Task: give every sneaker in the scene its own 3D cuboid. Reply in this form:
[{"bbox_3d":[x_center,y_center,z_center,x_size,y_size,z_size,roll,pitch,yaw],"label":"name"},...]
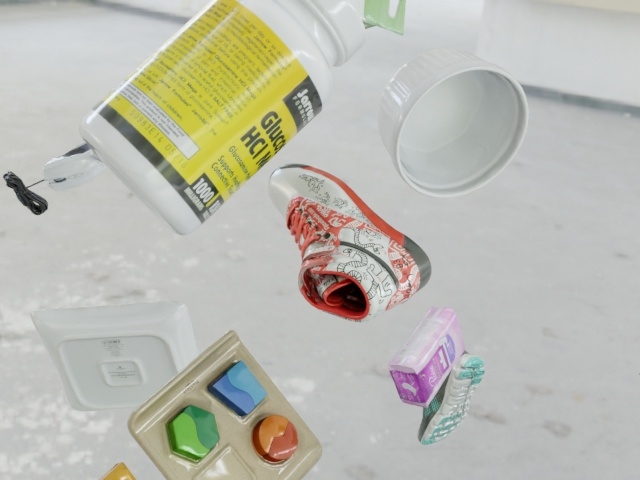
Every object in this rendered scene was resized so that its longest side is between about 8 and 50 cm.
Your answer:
[{"bbox_3d":[0.167,0.207,1.247,0.065,0.166,0.076,-2,35,-38],"label":"sneaker"},{"bbox_3d":[0.001,-0.001,1.169,0.270,0.090,0.145,37,42,22],"label":"sneaker"}]

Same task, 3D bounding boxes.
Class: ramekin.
[{"bbox_3d":[0.179,-0.174,1.294,0.207,0.207,0.109,-4,34,-23],"label":"ramekin"}]

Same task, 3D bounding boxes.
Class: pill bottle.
[{"bbox_3d":[-0.109,-0.180,1.095,0.334,0.188,0.188,-45,37,-8],"label":"pill bottle"}]

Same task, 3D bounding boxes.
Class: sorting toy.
[{"bbox_3d":[-0.142,0.284,1.169,0.041,0.229,0.307,-28,9,48],"label":"sorting toy"}]

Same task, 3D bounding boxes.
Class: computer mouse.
[{"bbox_3d":[-0.454,-0.119,1.613,0.193,0.106,0.042,-29,45,-8],"label":"computer mouse"}]

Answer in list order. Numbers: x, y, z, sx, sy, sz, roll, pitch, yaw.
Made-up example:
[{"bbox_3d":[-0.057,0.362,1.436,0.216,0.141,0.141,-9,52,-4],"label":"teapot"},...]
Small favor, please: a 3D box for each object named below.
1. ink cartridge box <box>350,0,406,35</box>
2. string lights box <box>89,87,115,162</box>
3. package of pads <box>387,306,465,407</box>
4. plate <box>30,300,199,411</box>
[{"bbox_3d":[0.030,-0.374,1.338,0.209,0.108,0.062,10,-11,-36],"label":"ink cartridge box"},{"bbox_3d":[-0.263,-0.198,1.498,0.260,0.133,0.077,-5,-24,44],"label":"string lights box"},{"bbox_3d":[0.096,0.102,0.807,0.032,0.050,0.083,5,40,39],"label":"package of pads"},{"bbox_3d":[-0.356,0.224,1.639,0.277,0.278,0.045,-3,42,4],"label":"plate"}]
